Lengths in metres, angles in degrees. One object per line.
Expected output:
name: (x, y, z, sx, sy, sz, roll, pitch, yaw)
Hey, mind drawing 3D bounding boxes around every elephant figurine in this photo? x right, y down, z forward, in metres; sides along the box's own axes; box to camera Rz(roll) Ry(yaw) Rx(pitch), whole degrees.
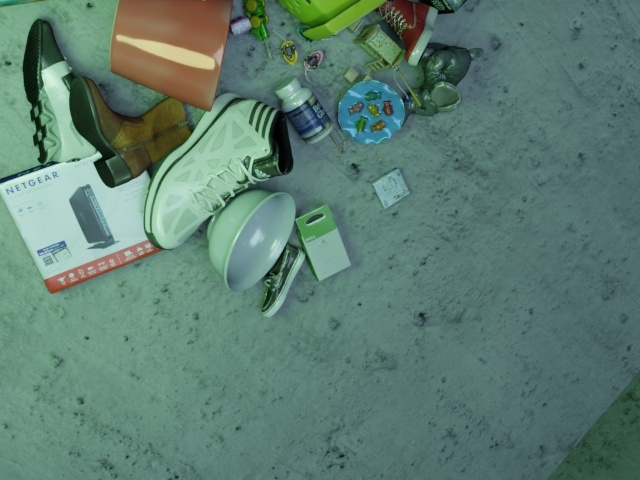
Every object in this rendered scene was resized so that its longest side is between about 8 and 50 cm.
elephant figurine: (0.322, -0.423, 1.809, 0.169, 0.186, 0.239, -29, 131, -46)

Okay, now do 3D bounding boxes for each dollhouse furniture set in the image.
dollhouse furniture set: (0.104, -0.498, 1.716, 0.182, 0.101, 0.160, 35, 92, -26)

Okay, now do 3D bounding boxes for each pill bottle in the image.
pill bottle: (-0.046, -0.348, 1.712, 0.094, 0.094, 0.169, -39, 116, -5)

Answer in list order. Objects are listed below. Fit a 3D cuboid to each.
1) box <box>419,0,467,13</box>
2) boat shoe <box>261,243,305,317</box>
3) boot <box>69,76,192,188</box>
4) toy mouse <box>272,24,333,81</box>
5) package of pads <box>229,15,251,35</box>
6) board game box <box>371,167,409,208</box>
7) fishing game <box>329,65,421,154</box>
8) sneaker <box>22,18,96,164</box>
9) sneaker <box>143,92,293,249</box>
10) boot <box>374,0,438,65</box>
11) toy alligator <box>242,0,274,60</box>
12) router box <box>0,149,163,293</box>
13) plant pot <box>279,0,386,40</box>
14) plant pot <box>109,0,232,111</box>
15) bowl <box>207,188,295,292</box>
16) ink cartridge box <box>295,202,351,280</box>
box: (0.297, -0.693, 1.700, 0.077, 0.147, 0.180, -46, 116, -2)
boat shoe: (-0.125, 0.113, 1.845, 0.070, 0.078, 0.219, 27, 88, -26)
boot: (-0.425, -0.293, 1.516, 0.280, 0.096, 0.264, -40, 119, -40)
toy mouse: (-0.034, -0.509, 1.701, 0.143, 0.031, 0.160, -29, 114, -9)
package of pads: (-0.205, -0.534, 1.602, 0.050, 0.083, 0.031, -26, 119, -7)
board game box: (0.207, -0.155, 1.908, 0.090, 0.020, 0.090, -32, 115, -9)
fishing game: (0.140, -0.343, 1.767, 0.264, 0.041, 0.189, -27, 118, 13)
sneaker: (-0.598, -0.342, 1.497, 0.146, 0.123, 0.330, -9, 93, -39)
sneaker: (-0.232, -0.158, 1.547, 0.447, 0.258, 0.169, -62, 142, -13)
boot: (0.202, -0.556, 1.670, 0.176, 0.244, 0.088, 21, 138, -6)
toy alligator: (-0.163, -0.549, 1.634, 0.052, 0.056, 0.189, -1, 115, 25)
router box: (-0.575, -0.068, 1.614, 0.336, 0.082, 0.300, -23, 113, -12)
plant pot: (0.025, -0.624, 1.566, 0.228, 0.227, 0.207, -35, 110, -9)
plant pot: (-0.347, -0.458, 1.493, 0.244, 0.275, 0.274, 10, 103, -12)
bowl: (-0.204, -0.022, 1.705, 0.298, 0.134, 0.297, -48, 157, -29)
ink cartridge box: (0.000, 0.000, 1.857, 0.109, 0.062, 0.209, -26, 113, -11)
